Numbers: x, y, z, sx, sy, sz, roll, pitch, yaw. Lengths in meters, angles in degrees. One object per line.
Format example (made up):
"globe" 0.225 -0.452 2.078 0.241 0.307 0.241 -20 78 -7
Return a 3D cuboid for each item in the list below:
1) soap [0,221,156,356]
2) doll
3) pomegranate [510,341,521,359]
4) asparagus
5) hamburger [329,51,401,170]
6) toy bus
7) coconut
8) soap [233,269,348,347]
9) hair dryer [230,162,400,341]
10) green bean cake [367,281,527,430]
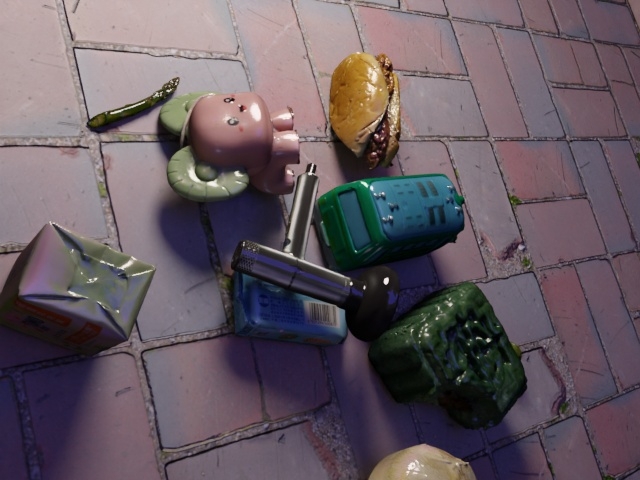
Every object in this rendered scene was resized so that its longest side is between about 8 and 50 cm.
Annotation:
"soap" -0.394 0.084 1.128 0.182 0.199 0.139 28 60 -25
"doll" -0.182 -0.186 1.433 0.268 0.216 0.284 -4 55 -13
"pomegranate" 0.461 0.279 1.782 0.073 0.073 0.084 4 33 -36
"asparagus" -0.360 -0.271 1.412 0.236 0.027 0.034 -39 107 -40
"hamburger" 0.116 -0.324 1.707 0.155 0.245 0.282 13 20 -27
"toy bus" 0.168 -0.052 1.610 0.343 0.199 0.184 -10 77 -41
"coconut" 0.208 0.513 1.381 0.227 0.230 0.227 16 62 -33
"soap" -0.056 0.127 1.443 0.293 0.077 0.156 13 63 -34
"hair dryer" 0.020 0.003 1.392 0.320 0.155 0.284 30 75 -17
"green bean cake" 0.298 0.281 1.588 0.300 0.169 0.308 -32 93 -41
